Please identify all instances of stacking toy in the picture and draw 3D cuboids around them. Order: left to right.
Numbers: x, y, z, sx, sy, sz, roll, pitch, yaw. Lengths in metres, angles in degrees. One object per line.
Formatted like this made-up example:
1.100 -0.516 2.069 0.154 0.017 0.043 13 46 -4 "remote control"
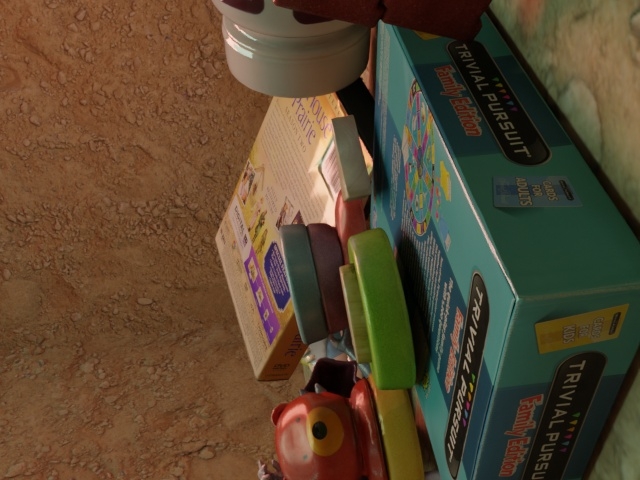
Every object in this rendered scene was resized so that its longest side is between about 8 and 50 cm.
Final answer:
-0.001 0.066 0.688 0.279 0.130 0.309 80 179 -51 "stacking toy"

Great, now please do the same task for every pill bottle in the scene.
-0.028 -0.374 0.825 0.392 0.224 0.224 91 171 -47 "pill bottle"

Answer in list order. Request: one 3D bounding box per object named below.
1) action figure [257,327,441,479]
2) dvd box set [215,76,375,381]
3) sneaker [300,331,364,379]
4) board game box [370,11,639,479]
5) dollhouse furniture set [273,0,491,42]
0.074 0.255 0.952 0.248 0.276 0.370 -68 -16 -4 "action figure"
-0.037 -0.044 1.064 0.420 0.062 0.307 -62 36 36 "dvd box set"
-0.026 0.233 1.486 0.127 0.208 0.319 96 167 -58 "sneaker"
0.108 0.004 0.550 0.336 0.079 0.253 -102 8 -46 "board game box"
0.083 -0.304 0.376 0.374 0.152 0.201 128 140 -56 "dollhouse furniture set"
